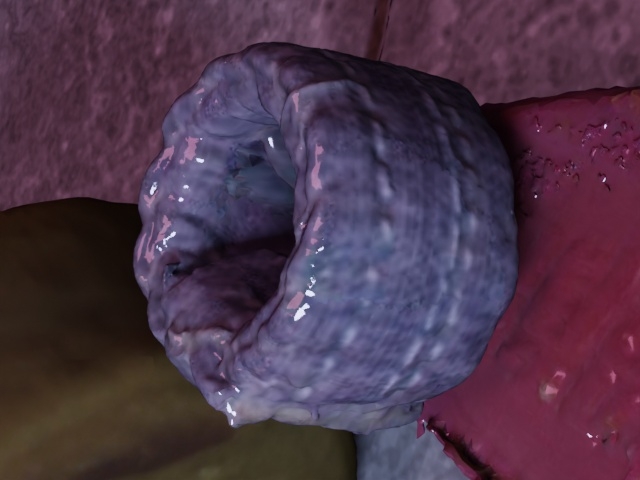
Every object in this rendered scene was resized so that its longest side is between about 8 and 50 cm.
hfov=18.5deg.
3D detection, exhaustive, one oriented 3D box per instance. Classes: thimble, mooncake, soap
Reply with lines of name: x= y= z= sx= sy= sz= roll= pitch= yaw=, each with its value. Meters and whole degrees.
thimble: x=-0.001 y=-0.002 z=0.766 sx=0.150 sy=0.098 sz=0.150 roll=-19 pitch=67 yaw=54
mooncake: x=-0.118 y=0.134 z=0.897 sx=0.155 sy=0.284 sz=0.284 roll=45 pitch=114 yaw=39
soap: x=0.134 y=0.037 z=0.756 sx=0.182 sy=0.112 sz=0.289 roll=-61 pitch=41 yaw=17
